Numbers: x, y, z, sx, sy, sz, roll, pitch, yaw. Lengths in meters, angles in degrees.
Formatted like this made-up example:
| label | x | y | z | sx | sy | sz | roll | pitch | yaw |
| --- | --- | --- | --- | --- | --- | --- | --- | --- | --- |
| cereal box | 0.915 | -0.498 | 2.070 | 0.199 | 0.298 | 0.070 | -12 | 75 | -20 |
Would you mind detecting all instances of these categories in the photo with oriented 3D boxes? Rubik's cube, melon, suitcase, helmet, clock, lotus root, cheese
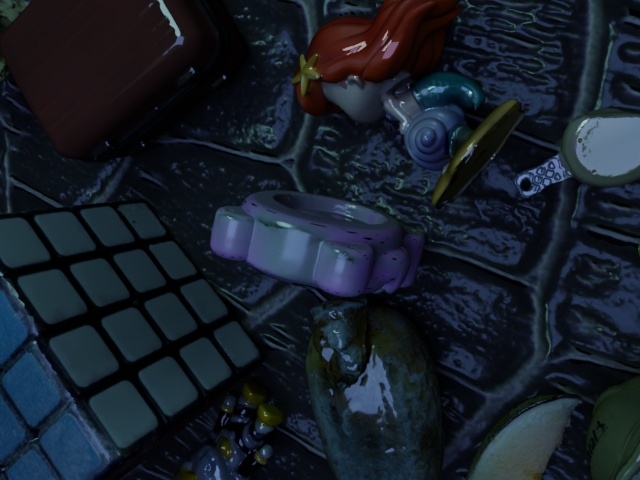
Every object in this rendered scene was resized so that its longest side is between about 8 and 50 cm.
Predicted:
| label | x | y | z | sx | sy | sz | roll | pitch | yaw |
| --- | --- | --- | --- | --- | --- | --- | --- | --- | --- |
| Rubik's cube | -0.354 | 0.178 | 0.862 | 0.344 | 0.343 | 0.337 | -43 | 82 | 22 |
| melon | 0.261 | 0.263 | 0.791 | 0.098 | 0.054 | 0.182 | 19 | 106 | 12 |
| suitcase | -0.278 | -0.269 | 0.857 | 0.297 | 0.161 | 0.236 | -32 | 87 | 24 |
| helmet | 0.378 | 0.247 | 0.696 | 0.204 | 0.137 | 0.258 | -6 | 108 | -16 |
| clock | 0.000 | 0.000 | 0.744 | 0.227 | 0.248 | 0.090 | 17 | 102 | 19 |
| lotus root | 0.077 | 0.234 | 0.804 | 0.175 | 0.175 | 0.350 | -6 | 100 | 22 |
| cheese | 0.310 | -0.105 | 0.712 | 0.171 | 0.047 | 0.092 | -6 | 95 | 23 |

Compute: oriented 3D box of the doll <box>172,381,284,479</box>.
| label | x | y | z | sx | sy | sz | roll | pitch | yaw |
| --- | --- | --- | --- | --- | --- | --- | --- | --- | --- |
| doll | -0.157 | 0.369 | 0.948 | 0.145 | 0.103 | 0.316 | 36 | 104 | 17 |

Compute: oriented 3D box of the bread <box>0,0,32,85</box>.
| label | x | y | z | sx | sy | sz | roll | pitch | yaw |
| --- | --- | --- | --- | --- | --- | --- | --- | --- | --- |
| bread | -0.506 | -0.384 | 0.924 | 0.192 | 0.171 | 0.314 | 25 | 98 | 46 |

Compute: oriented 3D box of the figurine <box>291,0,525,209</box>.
| label | x | y | z | sx | sy | sz | roll | pitch | yaw |
| --- | --- | --- | --- | --- | --- | --- | --- | --- | --- |
| figurine | 0.104 | -0.187 | 0.726 | 0.257 | 0.181 | 0.208 | 41 | 150 | 13 |

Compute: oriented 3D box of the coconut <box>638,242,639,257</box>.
| label | x | y | z | sx | sy | sz | roll | pitch | yaw |
| --- | --- | --- | --- | --- | --- | --- | --- | --- | --- |
| coconut | 0.402 | 0.008 | 0.676 | 0.087 | 0.088 | 0.096 | -25 | 94 | 23 |
